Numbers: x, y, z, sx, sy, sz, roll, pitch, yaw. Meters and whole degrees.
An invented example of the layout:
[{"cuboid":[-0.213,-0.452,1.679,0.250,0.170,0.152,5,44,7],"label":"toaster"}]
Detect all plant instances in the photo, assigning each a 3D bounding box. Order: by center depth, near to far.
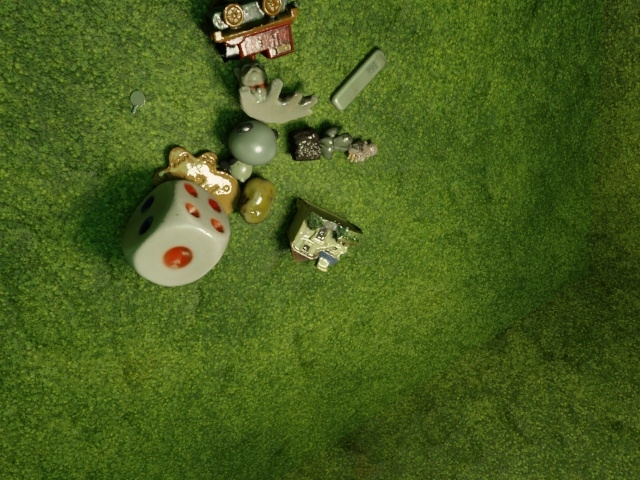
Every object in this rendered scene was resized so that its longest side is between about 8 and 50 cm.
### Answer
[{"cuboid":[0.003,-0.411,1.919,0.274,0.146,0.149,-11,116,-23],"label":"plant"}]

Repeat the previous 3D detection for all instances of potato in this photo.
[{"cuboid":[-0.268,-0.169,1.896,0.136,0.154,0.201,16,99,-11],"label":"potato"}]

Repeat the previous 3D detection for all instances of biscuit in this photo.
[{"cuboid":[-0.483,-0.221,1.817,0.355,0.052,0.275,36,95,-35],"label":"biscuit"}]

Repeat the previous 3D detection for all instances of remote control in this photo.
[{"cuboid":[0.168,-0.690,1.934,0.309,0.038,0.090,-48,128,2],"label":"remote control"}]

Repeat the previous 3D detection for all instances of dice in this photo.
[{"cuboid":[-0.539,-0.029,1.691,0.304,0.304,0.277,-41,128,17],"label":"dice"}]

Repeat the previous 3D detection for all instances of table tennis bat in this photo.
[{"cuboid":[-0.659,-0.494,1.611,0.050,0.007,0.083,16,104,-34],"label":"table tennis bat"}]

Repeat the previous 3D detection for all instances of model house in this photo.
[{"cuboid":[0.000,0.000,2.042,0.321,0.261,0.266,25,104,-20],"label":"model house"}]

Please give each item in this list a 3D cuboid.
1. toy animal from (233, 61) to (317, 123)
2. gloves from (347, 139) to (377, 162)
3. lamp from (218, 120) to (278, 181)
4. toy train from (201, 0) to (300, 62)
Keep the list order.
[{"cuboid":[-0.181,-0.578,1.744,0.307,0.188,0.266,-22,151,-13],"label":"toy animal"},{"cuboid":[0.188,-0.410,2.052,0.144,0.110,0.094,-28,121,-48],"label":"gloves"},{"cuboid":[-0.280,-0.355,1.770,0.197,0.198,0.244,17,128,-33],"label":"lamp"},{"cuboid":[-0.233,-0.765,1.614,0.369,0.163,0.232,-25,132,-15],"label":"toy train"}]
